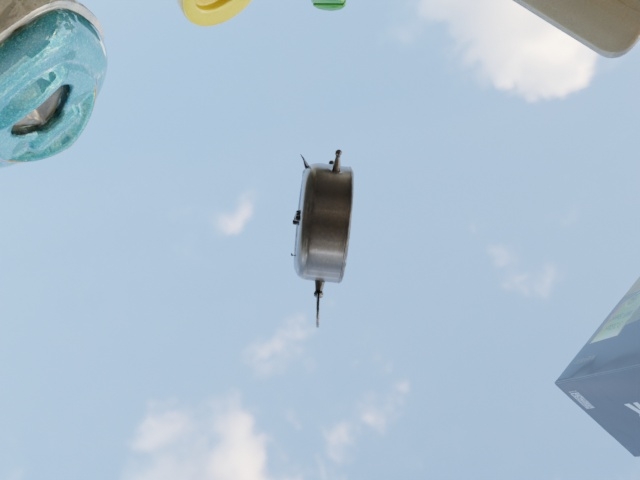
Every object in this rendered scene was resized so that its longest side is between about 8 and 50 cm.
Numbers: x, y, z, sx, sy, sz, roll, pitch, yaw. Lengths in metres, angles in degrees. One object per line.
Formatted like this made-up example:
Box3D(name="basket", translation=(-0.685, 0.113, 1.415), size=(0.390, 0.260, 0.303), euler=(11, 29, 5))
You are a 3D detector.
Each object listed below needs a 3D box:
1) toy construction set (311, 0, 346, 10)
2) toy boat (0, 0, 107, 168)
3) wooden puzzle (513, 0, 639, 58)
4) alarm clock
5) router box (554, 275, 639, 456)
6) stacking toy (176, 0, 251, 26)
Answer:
Box3D(name="toy construction set", translation=(-0.039, -0.355, 1.284), size=(0.308, 0.257, 0.237), euler=(7, -95, -5))
Box3D(name="toy boat", translation=(-0.315, -0.088, 1.237), size=(0.318, 0.267, 0.148), euler=(-41, -96, -2))
Box3D(name="wooden puzzle", translation=(0.212, -0.273, 1.009), size=(0.221, 0.044, 0.239), euler=(38, -103, 26))
Box3D(name="alarm clock", translation=(0.000, 0.000, 1.490), size=(0.064, 0.129, 0.192), euler=(3, -94, -4))
Box3D(name="router box", translation=(0.289, 0.009, 0.804), size=(0.081, 0.309, 0.243), euler=(42, -105, -1))
Box3D(name="stacking toy", translation=(-0.089, -0.424, 1.503), size=(0.309, 0.279, 0.130), euler=(-40, -117, -7))
